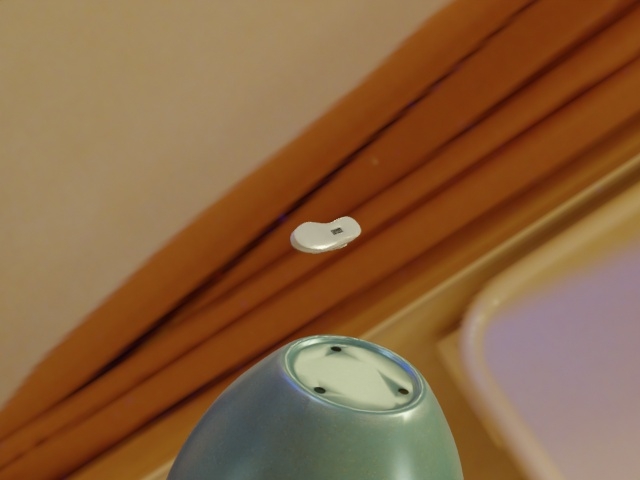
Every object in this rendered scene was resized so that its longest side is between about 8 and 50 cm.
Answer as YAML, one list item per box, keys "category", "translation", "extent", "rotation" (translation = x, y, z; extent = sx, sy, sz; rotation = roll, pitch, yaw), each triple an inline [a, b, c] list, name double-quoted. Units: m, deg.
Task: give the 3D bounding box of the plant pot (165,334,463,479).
- category: "plant pot"
  translation: [0.008, 0.201, 1.382]
  extent: [0.290, 0.290, 0.195]
  rotation: [-123, -139, -57]

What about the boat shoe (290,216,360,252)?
- category: "boat shoe"
  translation: [0.000, 0.000, 1.617]
  extent: [0.100, 0.035, 0.035]
  rotation: [-18, 66, -49]
